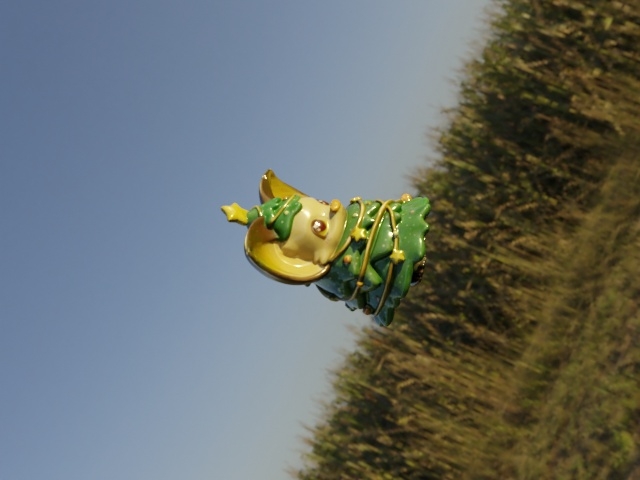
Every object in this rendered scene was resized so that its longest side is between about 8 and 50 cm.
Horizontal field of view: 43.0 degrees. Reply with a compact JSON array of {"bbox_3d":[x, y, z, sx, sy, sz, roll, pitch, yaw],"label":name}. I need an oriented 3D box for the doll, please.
[{"bbox_3d":[0.002,0.009,0.456,0.078,0.113,0.076,-82,-6,-50],"label":"doll"}]
